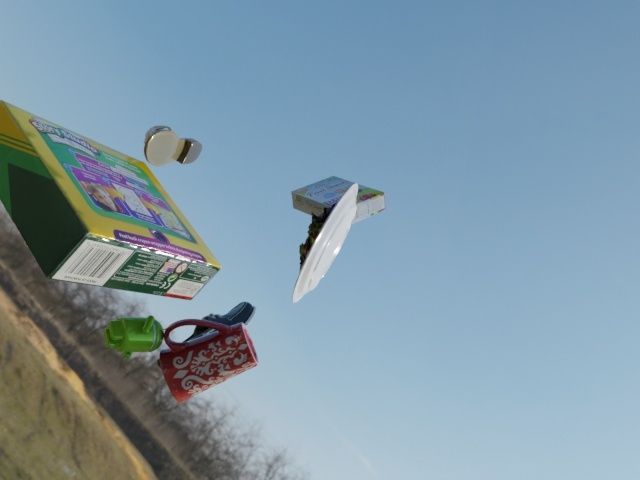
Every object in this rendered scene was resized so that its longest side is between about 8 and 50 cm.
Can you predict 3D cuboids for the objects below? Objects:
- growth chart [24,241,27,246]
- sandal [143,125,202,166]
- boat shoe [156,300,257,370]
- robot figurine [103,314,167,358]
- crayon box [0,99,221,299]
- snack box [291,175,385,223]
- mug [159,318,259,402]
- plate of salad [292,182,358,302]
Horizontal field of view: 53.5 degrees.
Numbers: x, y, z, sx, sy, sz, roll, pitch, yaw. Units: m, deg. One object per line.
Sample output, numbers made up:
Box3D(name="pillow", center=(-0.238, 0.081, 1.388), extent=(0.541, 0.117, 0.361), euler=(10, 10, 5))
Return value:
Box3D(name="growth chart", center=(-0.509, -0.057, 1.336), extent=(0.172, 0.237, 0.021), euler=(13, -26, 6))
Box3D(name="sandal", center=(-0.360, -0.222, 1.443), extent=(0.079, 0.088, 0.240), euler=(33, 11, 12))
Box3D(name="boat shoe", center=(-0.270, 0.230, 1.550), extent=(0.114, 0.302, 0.091), euler=(-31, -79, 42))
Box3D(name="robot figurine", center=(-0.351, 0.180, 1.213), extent=(0.101, 0.115, 0.067), euler=(-51, -131, 30))
Box3D(name="crayon box", center=(-0.380, -0.055, 1.116), extent=(0.313, 0.106, 0.363), euler=(49, 10, 23))
Box3D(name="snack box", center=(0.029, -0.070, 1.110), extent=(0.141, 0.100, 0.037), euler=(25, -52, 49))
Box3D(name="mug", center=(-0.219, 0.224, 1.239), extent=(0.150, 0.169, 0.113), euler=(72, -4, -48))
Box3D(name="plate of salad", center=(0.000, 0.000, 0.937), extent=(0.048, 0.200, 0.200), euler=(29, -27, 9))
